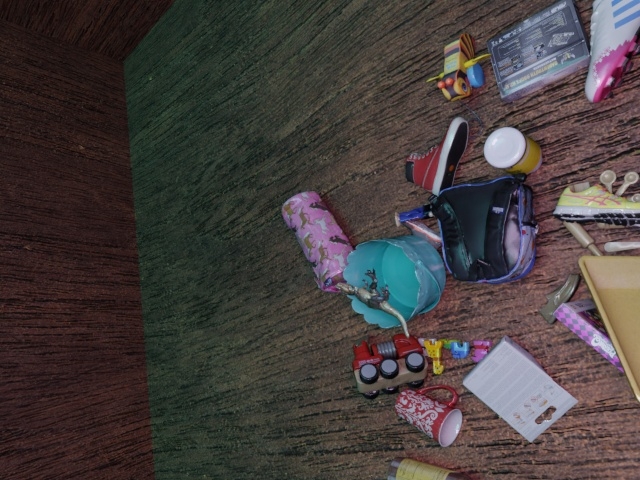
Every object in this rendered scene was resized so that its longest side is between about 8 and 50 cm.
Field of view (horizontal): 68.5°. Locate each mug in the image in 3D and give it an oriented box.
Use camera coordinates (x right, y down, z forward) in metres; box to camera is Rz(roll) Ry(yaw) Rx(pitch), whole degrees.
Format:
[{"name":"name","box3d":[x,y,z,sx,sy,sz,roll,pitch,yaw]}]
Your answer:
[{"name":"mug","box3d":[0.326,0.506,1.398,0.169,0.150,0.113,15,132,47]}]

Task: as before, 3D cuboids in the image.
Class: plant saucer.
[{"name":"plant saucer","box3d":[0.707,0.179,0.911,0.081,0.333,0.333,86,-174,-47]}]

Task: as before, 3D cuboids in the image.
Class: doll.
[{"name":"doll","box3d":[0.323,-0.087,1.431,0.189,0.129,0.046,-12,105,14]}]

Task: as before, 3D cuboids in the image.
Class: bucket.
[{"name":"bucket","box3d":[0.229,0.115,1.420,0.281,0.183,0.281,12,107,43]}]

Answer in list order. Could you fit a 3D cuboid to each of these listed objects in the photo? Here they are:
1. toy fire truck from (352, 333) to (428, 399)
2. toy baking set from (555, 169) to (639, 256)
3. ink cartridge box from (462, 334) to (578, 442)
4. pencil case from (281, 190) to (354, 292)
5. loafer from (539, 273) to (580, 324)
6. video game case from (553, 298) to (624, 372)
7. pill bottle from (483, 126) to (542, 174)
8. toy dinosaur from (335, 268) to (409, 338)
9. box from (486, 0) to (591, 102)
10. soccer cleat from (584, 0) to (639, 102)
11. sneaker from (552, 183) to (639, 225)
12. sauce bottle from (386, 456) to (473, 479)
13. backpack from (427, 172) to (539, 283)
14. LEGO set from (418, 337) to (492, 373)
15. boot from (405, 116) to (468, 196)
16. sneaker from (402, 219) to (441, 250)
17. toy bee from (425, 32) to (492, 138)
[{"name":"toy fire truck","box3d":[0.197,0.355,1.478,0.246,0.217,0.158,-107,5,-47]},{"name":"toy baking set","box3d":[0.704,-0.055,1.130,0.197,0.030,0.256,-42,60,32]},{"name":"ink cartridge box","box3d":[0.523,0.391,1.246,0.225,0.056,0.181,39,115,12]},{"name":"pencil case","box3d":[0.000,0.000,1.692,0.386,0.167,0.160,61,157,28]},{"name":"loafer","box3d":[0.603,0.142,1.188,0.050,0.056,0.148,35,109,32]},{"name":"video game case","box3d":[0.651,0.221,1.032,0.232,0.210,0.042,47,119,36]},{"name":"pill bottle","box3d":[0.508,-0.224,1.221,0.103,0.184,0.103,-5,83,43]},{"name":"toy dinosaur","box3d":[0.156,0.158,1.329,0.268,0.064,0.118,32,134,36]},{"name":"box","box3d":[0.584,-0.507,1.264,0.231,0.056,0.183,-21,73,40]},{"name":"soccer cleat","box3d":[0.696,-0.494,1.121,0.143,0.116,0.331,32,100,30]},{"name":"sneaker","box3d":[0.664,-0.091,1.105,0.208,0.081,0.094,8,76,40]},{"name":"sauce bottle","box3d":[0.357,0.706,1.328,0.344,0.111,0.111,-3,84,41]},{"name":"backpack","box3d":[0.443,-0.015,1.248,0.276,0.213,0.263,-9,72,48]},{"name":"LEGO set","box3d":[0.372,0.338,1.363,0.227,0.087,0.093,-8,80,43]},{"name":"boot","box3d":[0.339,-0.271,1.428,0.176,0.088,0.244,39,128,40]},{"name":"sneaker","box3d":[0.311,-0.016,1.472,0.158,0.061,0.065,37,117,40]},{"name":"toy bee","box3d":[0.404,-0.472,1.353,0.195,0.162,0.298,-37,60,37]}]
